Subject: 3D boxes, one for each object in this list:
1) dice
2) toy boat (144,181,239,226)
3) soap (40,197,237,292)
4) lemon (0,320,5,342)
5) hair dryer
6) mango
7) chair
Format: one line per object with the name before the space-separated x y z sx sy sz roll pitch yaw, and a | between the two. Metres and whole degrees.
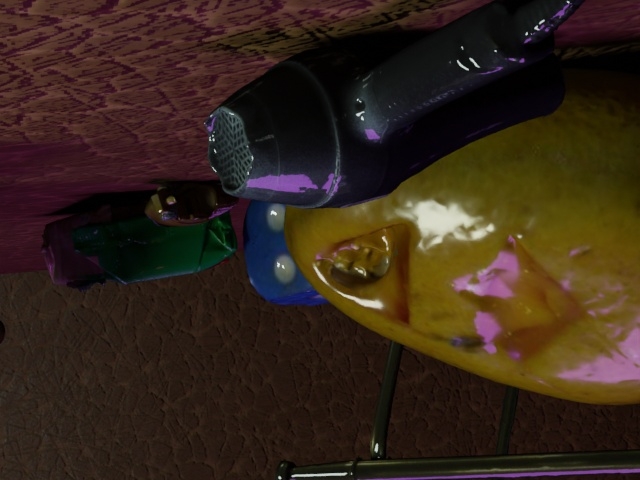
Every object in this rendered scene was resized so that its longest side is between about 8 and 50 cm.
dice | 0.000 0.000 1.659 0.143 0.146 0.146 -11 174 41
toy boat | -0.142 -0.042 1.525 0.049 0.047 0.149 -23 173 27
soap | -0.222 0.000 1.702 0.218 0.098 0.273 -12 -178 -25
lemon | -0.455 0.096 1.323 0.297 0.297 0.297 -6 177 0
hair dryer | 0.087 -0.088 0.736 0.235 0.091 0.271 -15 178 -29
mango | 0.149 -0.006 1.001 0.365 0.253 0.182 6 -140 20
chair | 0.248 0.157 1.519 0.410 0.362 0.364 2 158 30
